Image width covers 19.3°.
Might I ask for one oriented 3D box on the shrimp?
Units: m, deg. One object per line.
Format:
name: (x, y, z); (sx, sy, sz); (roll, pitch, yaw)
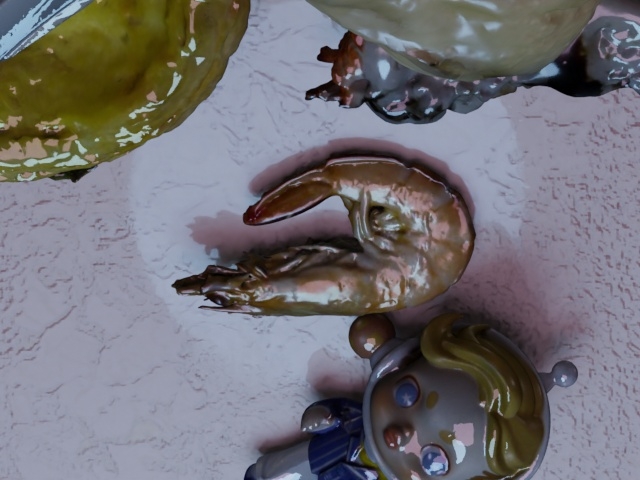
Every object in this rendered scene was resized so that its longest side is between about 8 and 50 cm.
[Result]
shrimp: (0.000, 0.002, 1.437); (0.236, 0.053, 0.133); (-8, 122, 5)

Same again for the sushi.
sushi: (0.153, -0.155, 1.289); (0.332, 0.124, 0.130); (-3, 113, 3)

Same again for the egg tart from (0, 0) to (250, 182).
egg tart: (-0.214, -0.197, 1.284); (0.345, 0.132, 0.345); (1, 121, 2)

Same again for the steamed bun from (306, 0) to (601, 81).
steamed bun: (0.030, -0.278, 1.107); (0.230, 0.372, 0.325); (-42, 131, 17)

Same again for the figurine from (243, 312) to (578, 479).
figurine: (0.068, 0.172, 1.493); (0.194, 0.133, 0.274); (48, 117, 25)

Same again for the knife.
knife: (-0.183, -0.153, 1.222); (0.162, 0.023, 0.044); (-35, 121, 21)
